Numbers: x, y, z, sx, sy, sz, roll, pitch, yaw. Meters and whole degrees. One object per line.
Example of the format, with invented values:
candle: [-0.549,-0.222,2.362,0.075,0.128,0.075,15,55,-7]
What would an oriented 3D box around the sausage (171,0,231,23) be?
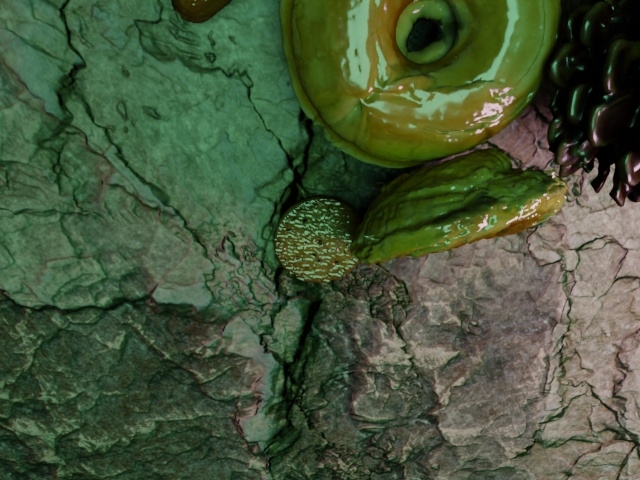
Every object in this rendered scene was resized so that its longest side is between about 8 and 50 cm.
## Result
sausage: [-0.144,-0.408,0.731,0.197,0.076,0.076,-39,113,11]

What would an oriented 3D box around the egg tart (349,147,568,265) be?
egg tart: [0.202,-0.054,0.827,0.340,0.352,0.153,-14,87,-31]

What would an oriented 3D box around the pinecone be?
pinecone: [0.538,-0.233,0.724,0.398,0.397,0.397,-3,114,-7]

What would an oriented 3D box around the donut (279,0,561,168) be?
donut: [0.159,-0.323,0.746,0.449,0.198,0.448,-3,112,-7]

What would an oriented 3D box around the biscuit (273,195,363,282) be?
biscuit: [0.000,-0.001,0.959,0.188,0.027,0.187,-3,115,-6]
